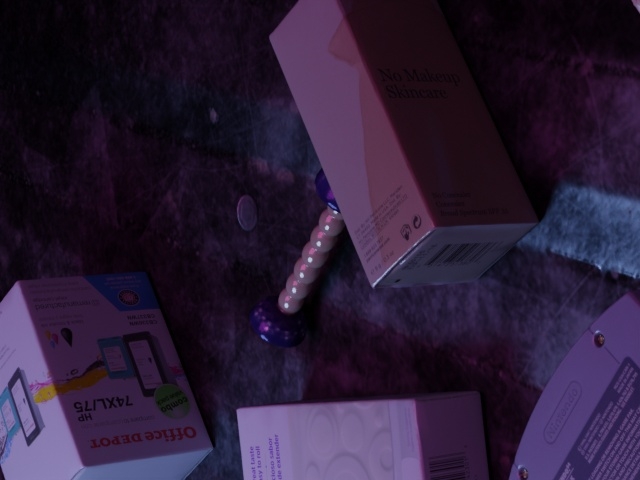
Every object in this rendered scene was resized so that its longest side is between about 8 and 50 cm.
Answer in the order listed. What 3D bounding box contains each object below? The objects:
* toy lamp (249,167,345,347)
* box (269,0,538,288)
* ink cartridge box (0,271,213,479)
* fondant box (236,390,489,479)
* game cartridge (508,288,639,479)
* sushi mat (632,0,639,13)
[{"bbox_3d":[0.000,0.000,2.000,0.080,0.080,0.275,58,135,33],"label":"toy lamp"},{"bbox_3d":[0.080,-0.116,1.827,0.121,0.148,0.311,-46,59,44],"label":"box"},{"bbox_3d":[-0.302,0.208,2.325,0.197,0.198,0.270,-48,57,43],"label":"ink cartridge box"},{"bbox_3d":[0.046,0.289,1.948,0.330,0.096,0.238,-10,85,55],"label":"fondant box"},{"bbox_3d":[0.278,0.200,1.664,0.198,0.062,0.297,56,134,40],"label":"game cartridge"},{"bbox_3d":[0.301,-0.219,1.432,0.151,0.019,0.316,-30,92,52],"label":"sushi mat"}]
